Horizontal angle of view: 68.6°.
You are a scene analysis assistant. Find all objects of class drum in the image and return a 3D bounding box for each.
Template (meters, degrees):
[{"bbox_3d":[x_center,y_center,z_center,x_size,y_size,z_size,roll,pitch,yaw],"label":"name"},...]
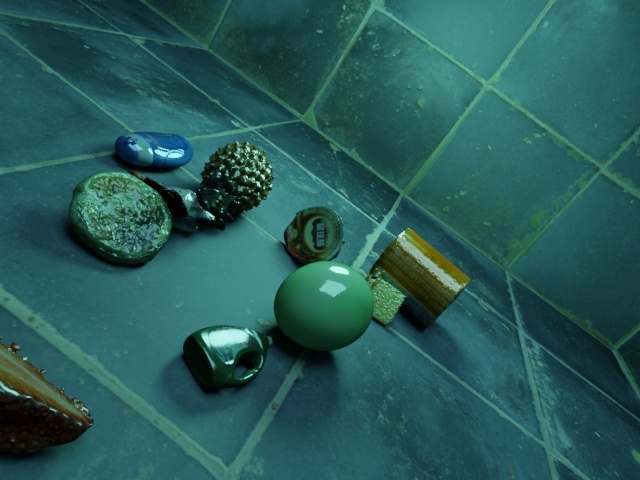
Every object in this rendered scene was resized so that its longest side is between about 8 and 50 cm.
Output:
[{"bbox_3d":[-0.438,-0.060,1.188,0.253,0.049,0.130,27,24,-19],"label":"drum"}]

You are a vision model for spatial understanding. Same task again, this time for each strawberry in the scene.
[{"bbox_3d":[-0.443,0.211,0.627,0.236,0.107,0.175,41,-13,9],"label":"strawberry"}]

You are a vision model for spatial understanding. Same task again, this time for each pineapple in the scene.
[{"bbox_3d":[-0.280,-0.152,1.408,0.222,0.223,0.357,33,33,-6],"label":"pineapple"}]

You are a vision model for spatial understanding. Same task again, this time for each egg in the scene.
[{"bbox_3d":[0.011,0.161,1.164,0.269,0.220,0.220,3,39,-49],"label":"egg"}]

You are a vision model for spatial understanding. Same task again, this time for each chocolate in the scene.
[{"bbox_3d":[-0.006,0.005,1.546,0.221,0.221,0.147,47,-2,25],"label":"chocolate"}]

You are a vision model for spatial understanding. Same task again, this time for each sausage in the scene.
[{"bbox_3d":[0.348,0.134,1.669,0.287,0.233,0.233,42,24,18],"label":"sausage"}]

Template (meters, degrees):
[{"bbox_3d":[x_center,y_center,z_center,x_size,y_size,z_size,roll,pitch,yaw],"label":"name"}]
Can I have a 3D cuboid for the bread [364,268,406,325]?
[{"bbox_3d":[0.179,0.195,1.533,0.147,0.127,0.152,37,57,-1],"label":"bread"}]

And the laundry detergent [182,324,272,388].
[{"bbox_3d":[-0.173,0.236,0.981,0.210,0.063,0.137,4,41,-54],"label":"laundry detergent"}]

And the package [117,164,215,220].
[{"bbox_3d":[-0.402,-0.120,1.241,0.269,0.071,0.194,22,-16,32],"label":"package"}]

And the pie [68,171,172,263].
[{"bbox_3d":[-0.451,-0.054,1.078,0.240,0.054,0.241,25,48,-31],"label":"pie"}]

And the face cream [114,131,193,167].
[{"bbox_3d":[-0.515,-0.280,1.453,0.149,0.083,0.264,41,24,13],"label":"face cream"}]
